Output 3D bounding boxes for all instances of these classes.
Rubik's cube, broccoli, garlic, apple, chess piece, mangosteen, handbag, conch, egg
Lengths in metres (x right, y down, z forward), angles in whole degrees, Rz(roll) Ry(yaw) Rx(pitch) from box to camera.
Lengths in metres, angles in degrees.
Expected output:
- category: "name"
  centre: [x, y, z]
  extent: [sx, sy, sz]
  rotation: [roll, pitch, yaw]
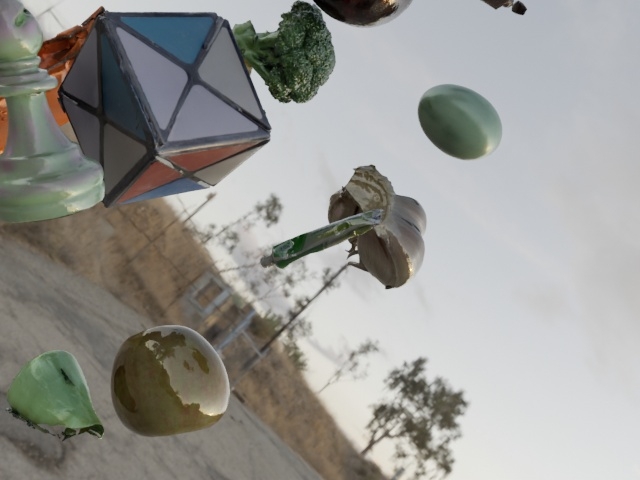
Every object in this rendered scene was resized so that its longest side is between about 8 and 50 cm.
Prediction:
- category: "Rubik's cube"
  centre: [-0.332, -0.276, 1.383]
  extent: [0.307, 0.305, 0.310]
  rotation: [-31, -102, 50]
- category: "broccoli"
  centre: [-0.094, -0.470, 1.646]
  extent: [0.270, 0.270, 0.270]
  rotation: [13, -16, -2]
- category: "garlic"
  centre: [0.119, -0.016, 1.455]
  extent: [0.237, 0.210, 0.292]
  rotation: [11, -33, 14]
- category: "apple"
  centre: [-0.330, 0.307, 1.451]
  extent: [0.257, 0.257, 0.234]
  rotation: [112, -30, -74]
- category: "chess piece"
  centre: [-0.349, -0.167, 0.786]
  extent: [0.139, 0.139, 0.272]
  rotation: [29, -51, 54]
- category: "mangosteen"
  centre: [0.097, -0.624, 1.472]
  extent: [0.288, 0.288, 0.288]
  rotation: [46, -15, 16]
- category: "handbag"
  centre: [-0.644, -0.356, 1.542]
  extent: [0.116, 0.410, 0.303]
  rotation: [55, -19, -1]
- category: "conch"
  centre: [-0.555, 0.329, 1.360]
  extent: [0.143, 0.137, 0.250]
  rotation: [35, 13, -43]
- category: "egg"
  centre: [0.349, -0.298, 1.663]
  extent: [0.231, 0.168, 0.168]
  rotation: [36, -16, 6]

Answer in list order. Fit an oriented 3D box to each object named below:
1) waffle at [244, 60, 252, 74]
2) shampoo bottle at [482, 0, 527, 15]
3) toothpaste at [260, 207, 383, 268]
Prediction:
- category: "waffle"
  centre: [-0.287, -0.566, 2.056]
  extent: [0.168, 0.274, 0.057]
  rotation: [13, -43, -8]
- category: "shampoo bottle"
  centre: [0.434, -0.644, 1.692]
  extent: [0.067, 0.236, 0.068]
  rotation: [-41, -135, 42]
- category: "toothpaste"
  centre: [0.000, 0.000, 1.199]
  extent: [0.047, 0.248, 0.078]
  rotation: [63, 19, -15]
